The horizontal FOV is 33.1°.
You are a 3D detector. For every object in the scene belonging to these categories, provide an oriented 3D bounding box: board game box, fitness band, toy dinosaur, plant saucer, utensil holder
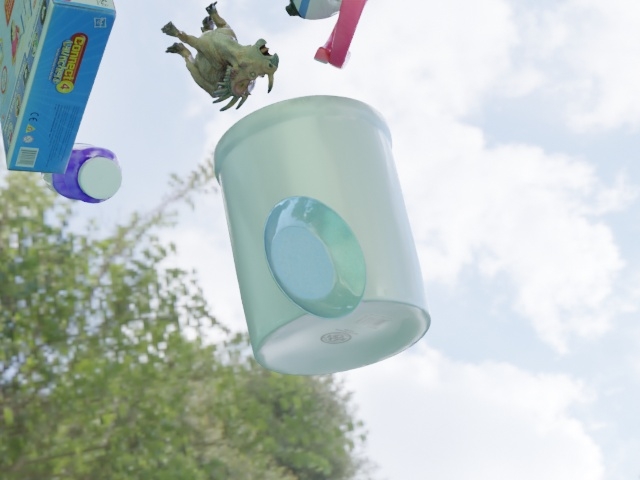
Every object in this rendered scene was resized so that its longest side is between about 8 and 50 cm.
[{"bbox_3d":[-0.396,-0.310,1.554,0.308,0.086,0.302,-59,-142,41],"label":"board game box"},{"bbox_3d":[0.056,-0.393,1.817,0.054,0.291,0.209,23,-76,-2],"label":"fitness band"},{"bbox_3d":[-0.179,-0.309,1.939,0.200,0.127,0.295,54,-11,0],"label":"toy dinosaur"},{"bbox_3d":[-0.016,0.030,1.579,0.037,0.195,0.195,-32,-110,44],"label":"plant saucer"},{"bbox_3d":[0.000,0.000,1.861,0.327,0.327,0.385,-37,-127,41],"label":"utensil holder"}]

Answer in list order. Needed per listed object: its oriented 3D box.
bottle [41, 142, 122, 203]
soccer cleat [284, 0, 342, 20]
[{"bbox_3d":[-0.395,-0.114,1.814,0.283,0.118,0.092,-162,-109,-66],"label":"bottle"},{"bbox_3d":[-0.028,-0.507,1.755,0.143,0.331,0.116,-6,-132,22],"label":"soccer cleat"}]
